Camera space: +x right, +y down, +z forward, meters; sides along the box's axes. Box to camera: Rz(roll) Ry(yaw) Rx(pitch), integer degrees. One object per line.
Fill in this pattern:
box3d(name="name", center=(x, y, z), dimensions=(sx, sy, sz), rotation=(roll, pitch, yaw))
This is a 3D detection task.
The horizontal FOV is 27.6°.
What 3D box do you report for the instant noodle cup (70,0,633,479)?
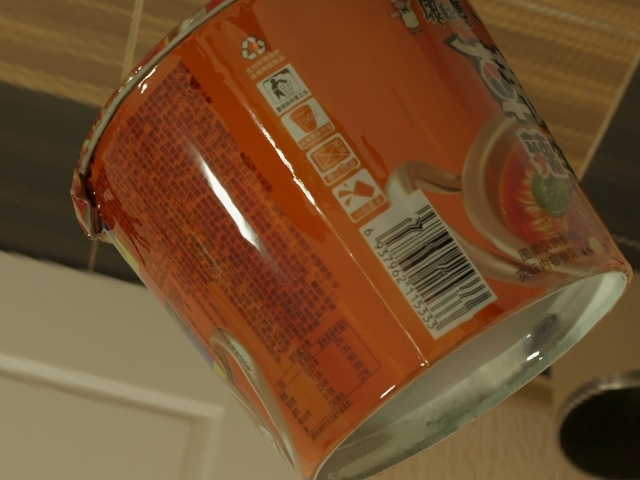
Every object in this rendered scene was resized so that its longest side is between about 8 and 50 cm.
box3d(name="instant noodle cup", center=(0.024, -0.003, 0.670), dimensions=(0.250, 0.192, 0.250), rotation=(-29, 160, -12))
